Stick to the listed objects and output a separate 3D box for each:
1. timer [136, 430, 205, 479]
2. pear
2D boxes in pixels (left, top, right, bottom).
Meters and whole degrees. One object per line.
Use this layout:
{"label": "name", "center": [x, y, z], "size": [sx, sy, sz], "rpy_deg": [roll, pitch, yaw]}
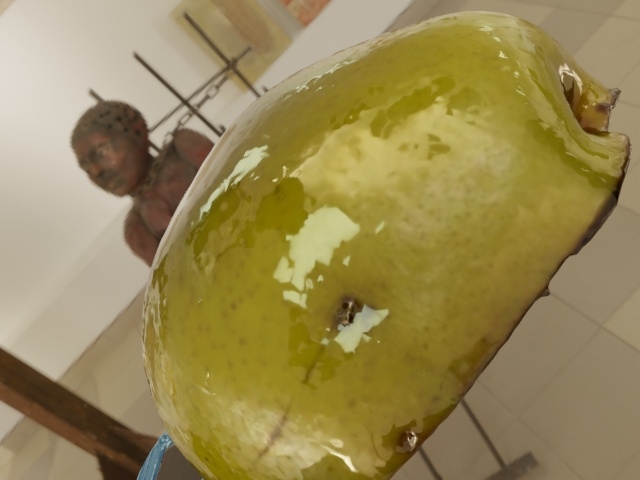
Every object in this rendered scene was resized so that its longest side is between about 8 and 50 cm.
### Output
{"label": "timer", "center": [-0.091, 0.283, 0.908], "size": [0.340, 0.115, 0.309], "rpy_deg": [-33, 25, 23]}
{"label": "pear", "center": [0.000, 0.000, 0.549], "size": [0.386, 0.191, 0.340], "rpy_deg": [-52, 7, 28]}
